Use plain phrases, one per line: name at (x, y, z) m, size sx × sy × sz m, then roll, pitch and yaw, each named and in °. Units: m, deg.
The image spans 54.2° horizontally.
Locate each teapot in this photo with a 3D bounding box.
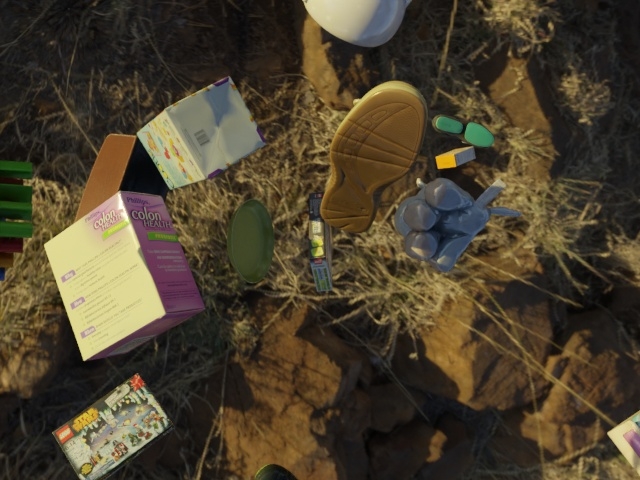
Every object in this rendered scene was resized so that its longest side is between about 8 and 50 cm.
teapot at (0.090, -0.570, 1.386) m, size 0.252 × 0.256 × 0.187 m, roll 34°, pitch 133°, yaw 1°

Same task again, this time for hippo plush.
hippo plush at (0.296, -0.090, 1.614) m, size 0.294 × 0.236 × 0.234 m, roll -41°, pitch 121°, yaw -2°

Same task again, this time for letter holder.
letter holder at (-0.530, -0.108, 1.600) m, size 0.152 × 0.214 × 0.302 m, roll 29°, pitch 75°, yaw -56°

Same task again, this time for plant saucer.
plant saucer at (-0.204, 0.002, 1.790) m, size 0.037 × 0.241 × 0.241 m, roll -1°, pitch 117°, yaw 24°

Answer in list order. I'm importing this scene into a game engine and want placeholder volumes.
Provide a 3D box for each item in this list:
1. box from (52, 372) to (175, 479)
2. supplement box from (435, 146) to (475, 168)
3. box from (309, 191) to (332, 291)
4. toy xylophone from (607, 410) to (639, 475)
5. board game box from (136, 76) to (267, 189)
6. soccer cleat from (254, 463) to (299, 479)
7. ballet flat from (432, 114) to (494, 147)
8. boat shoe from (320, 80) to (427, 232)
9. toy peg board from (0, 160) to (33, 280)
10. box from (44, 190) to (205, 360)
box at (-0.287, 0.265, 0.874) m, size 0.137 × 0.094 × 0.027 m, roll -35°, pitch 160°, yaw -18°
supplement box at (0.372, -0.228, 1.721) m, size 0.098 × 0.062 × 0.036 m, roll -24°, pitch 105°, yaw -41°
box at (0.000, 0.000, 1.418) m, size 0.036 × 0.207 × 0.114 m, roll -6°, pitch 135°, yaw 6°
toy xylophone at (0.593, 0.320, 0.978) m, size 0.323 × 0.236 × 0.081 m, roll -22°, pitch 154°, yaw -40°
board game box at (-0.243, -0.203, 1.239) m, size 0.142 × 0.275 × 0.144 m, roll -35°, pitch 105°, yaw -22°
soccer cleat at (-0.013, 0.315, 0.651) m, size 0.060 × 0.072 × 0.179 m, roll -27°, pitch 96°, yaw -32°
ballet flat at (0.430, -0.335, 1.907) m, size 0.203 × 0.074 × 0.074 m, roll 16°, pitch 103°, yaw -12°
boat shoe at (0.065, -0.116, 0.823) m, size 0.104 × 0.285 × 0.089 m, roll 23°, pitch 58°, yaw -4°
toy peg board at (-0.446, -0.024, 0.866) m, size 0.079 × 0.161 × 0.160 m, roll 3°, pitch 141°, yaw -28°
box at (-0.367, 0.067, 1.169) m, size 0.213 × 0.117 × 0.243 m, roll -30°, pitch 77°, yaw 23°
